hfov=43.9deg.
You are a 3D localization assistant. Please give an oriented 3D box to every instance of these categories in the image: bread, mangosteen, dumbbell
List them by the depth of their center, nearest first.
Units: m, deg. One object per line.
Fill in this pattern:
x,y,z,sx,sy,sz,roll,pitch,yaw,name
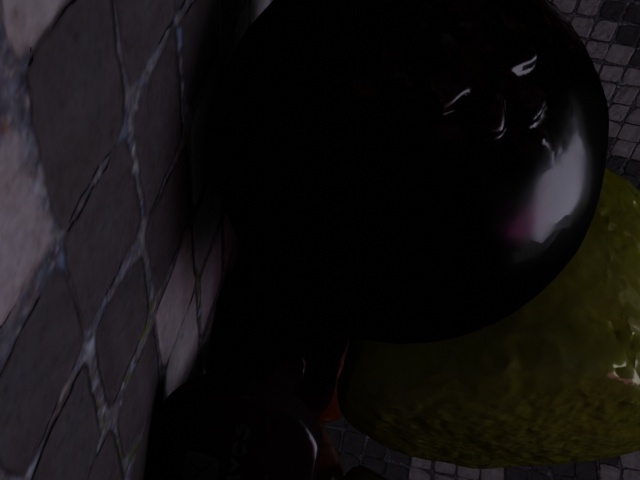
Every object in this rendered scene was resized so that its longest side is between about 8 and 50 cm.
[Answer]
0.060,-0.054,0.608,0.297,0.296,0.313,-75,-175,-46,mangosteen
-0.053,0.138,0.671,0.225,0.124,0.140,-68,168,-74,dumbbell
0.199,0.076,0.840,0.348,0.348,0.308,94,4,-64,bread

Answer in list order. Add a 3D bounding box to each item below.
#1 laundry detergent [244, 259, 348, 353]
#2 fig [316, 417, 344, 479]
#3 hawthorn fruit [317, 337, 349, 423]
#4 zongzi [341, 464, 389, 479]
-0.001,-0.071,0.881,0.264,0.124,0.398,-66,166,-81,laundry detergent
-0.078,0.290,0.860,0.159,0.159,0.257,-72,-171,-61,fig
-0.010,0.189,1.188,0.202,0.185,0.185,-59,168,-25,hawthorn fruit
0.185,0.446,0.762,0.181,0.418,0.447,-50,135,-44,zongzi
